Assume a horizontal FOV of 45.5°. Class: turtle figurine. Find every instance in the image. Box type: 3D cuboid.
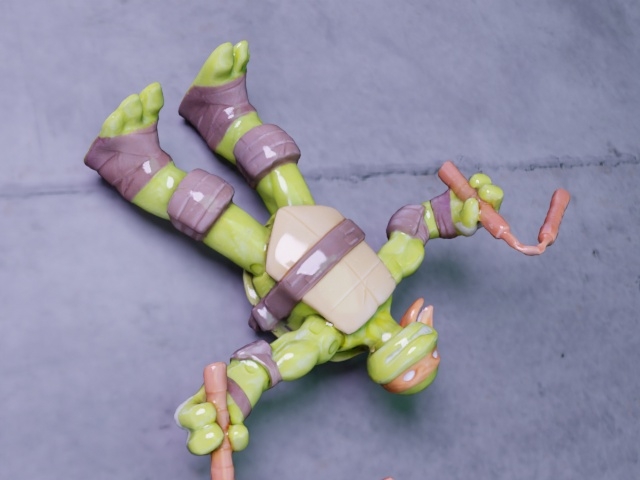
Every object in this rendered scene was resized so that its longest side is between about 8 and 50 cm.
[{"bbox_3d":[0.000,0.000,0.402,0.269,0.087,0.217,-40,86,-27],"label":"turtle figurine"}]
